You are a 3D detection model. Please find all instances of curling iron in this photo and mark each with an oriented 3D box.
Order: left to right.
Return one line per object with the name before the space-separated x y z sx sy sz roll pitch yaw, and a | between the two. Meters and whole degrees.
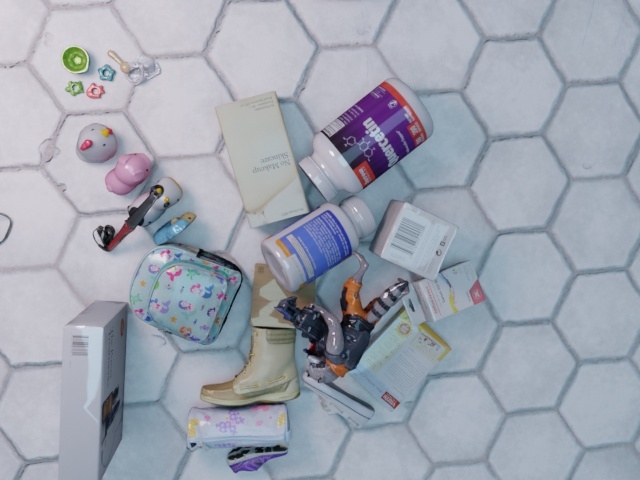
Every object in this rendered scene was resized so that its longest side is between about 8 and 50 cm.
curling iron | -0.473 -0.046 1.660 0.274 0.035 0.068 -30 105 39

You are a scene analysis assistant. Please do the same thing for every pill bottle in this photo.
pill bottle | 0.000 0.000 1.714 0.272 0.152 0.152 -31 99 -17
pill bottle | 0.108 -0.242 1.697 0.323 0.181 0.181 -39 98 0

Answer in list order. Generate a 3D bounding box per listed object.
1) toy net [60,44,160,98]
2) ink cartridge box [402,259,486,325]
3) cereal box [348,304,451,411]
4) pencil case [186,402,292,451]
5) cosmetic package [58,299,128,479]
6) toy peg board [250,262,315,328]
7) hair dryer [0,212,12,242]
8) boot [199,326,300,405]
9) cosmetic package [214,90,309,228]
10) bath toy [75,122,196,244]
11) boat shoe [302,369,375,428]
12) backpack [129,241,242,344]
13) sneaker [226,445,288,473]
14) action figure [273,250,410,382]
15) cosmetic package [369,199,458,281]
toy net | -0.516 -0.412 1.688 0.232 0.045 0.122 1 96 -6
ink cartridge box | 0.318 0.140 1.793 0.198 0.067 0.115 -22 89 -13
cereal box | 0.208 0.316 1.836 0.173 0.047 0.240 44 91 -8
pencil case | -0.213 0.485 1.779 0.272 0.124 0.114 -2 96 -6
cosmetic package | -0.543 0.357 1.653 0.097 0.284 0.378 3 97 -7
toy peg board | -0.098 0.148 1.785 0.161 0.079 0.161 4 80 -6
hair dryer | -0.937 -0.015 1.676 0.293 0.080 0.224 -42 99 1
boot | -0.185 0.318 1.776 0.261 0.095 0.204 -3 97 -7
cosmetic package | -0.145 -0.200 1.714 0.160 0.113 0.310 -17 97 -3
bath toy | -0.462 -0.149 1.682 0.151 0.129 0.348 -42 98 1
boat shoe | 0.037 0.430 1.815 0.226 0.083 0.076 32 92 -9
backpack | -0.343 0.126 1.702 0.253 0.191 0.225 24 95 -2
sneaker | -0.164 0.578 1.834 0.169 0.068 0.071 -16 113 5
action figure | 0.056 0.199 1.673 0.341 0.178 0.330 31 88 -49
cosmetic package | 0.231 -0.004 1.733 0.151 0.184 0.151 24 94 -7
